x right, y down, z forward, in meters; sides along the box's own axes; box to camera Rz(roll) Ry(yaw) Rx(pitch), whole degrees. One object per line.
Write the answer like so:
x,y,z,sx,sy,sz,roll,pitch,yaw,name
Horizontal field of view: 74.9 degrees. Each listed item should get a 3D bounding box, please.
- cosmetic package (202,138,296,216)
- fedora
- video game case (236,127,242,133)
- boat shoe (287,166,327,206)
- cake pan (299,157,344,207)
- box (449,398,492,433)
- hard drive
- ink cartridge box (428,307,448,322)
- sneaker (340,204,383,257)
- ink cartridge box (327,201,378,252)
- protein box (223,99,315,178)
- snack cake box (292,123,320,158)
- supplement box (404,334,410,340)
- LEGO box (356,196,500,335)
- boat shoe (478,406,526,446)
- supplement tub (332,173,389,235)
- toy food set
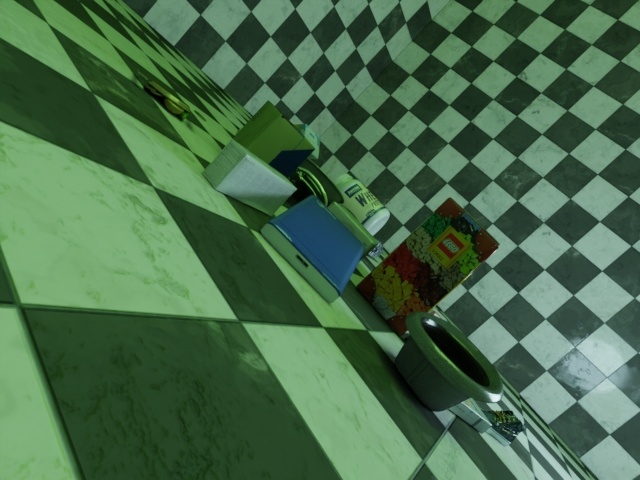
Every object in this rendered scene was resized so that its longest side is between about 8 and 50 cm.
-0.151,-0.135,0.949,0.060,0.099,0.239,50,9,23,cosmetic package
0.256,0.274,0.898,0.244,0.124,0.275,48,17,28,fedora
-0.303,-0.427,1.818,0.143,0.019,0.157,43,9,-20,video game case
-0.124,-0.211,1.411,0.340,0.127,0.113,49,48,7,boat shoe
-0.035,-0.223,1.553,0.293,0.054,0.293,42,-6,5,cake pan
0.332,0.383,1.047,0.186,0.038,0.145,40,10,-28,box
0.000,0.002,0.994,0.210,0.040,0.319,45,22,-1,hard drive
0.539,0.370,1.959,0.115,0.067,0.198,45,9,-1,ink cartridge box
0.149,-0.039,1.963,0.319,0.112,0.131,47,-8,-11,sneaker
0.099,-0.023,1.536,0.201,0.117,0.278,47,8,8,ink cartridge box
-0.151,-0.259,1.181,0.136,0.200,0.201,40,10,-31,protein box
-0.150,-0.382,1.627,0.263,0.089,0.152,5,-6,21,snack cake box
0.299,0.287,1.173,0.083,0.083,0.056,43,9,-12,supplement box
0.349,0.085,1.381,0.193,0.372,0.500,47,8,12,LEGO box
0.481,0.482,1.130,0.183,0.083,0.065,41,10,-26,boat shoe
0.187,-0.178,2.254,0.325,0.235,0.235,48,9,15,supplement tub
-0.397,-0.365,1.086,0.192,0.039,0.132,33,7,-34,toy food set
